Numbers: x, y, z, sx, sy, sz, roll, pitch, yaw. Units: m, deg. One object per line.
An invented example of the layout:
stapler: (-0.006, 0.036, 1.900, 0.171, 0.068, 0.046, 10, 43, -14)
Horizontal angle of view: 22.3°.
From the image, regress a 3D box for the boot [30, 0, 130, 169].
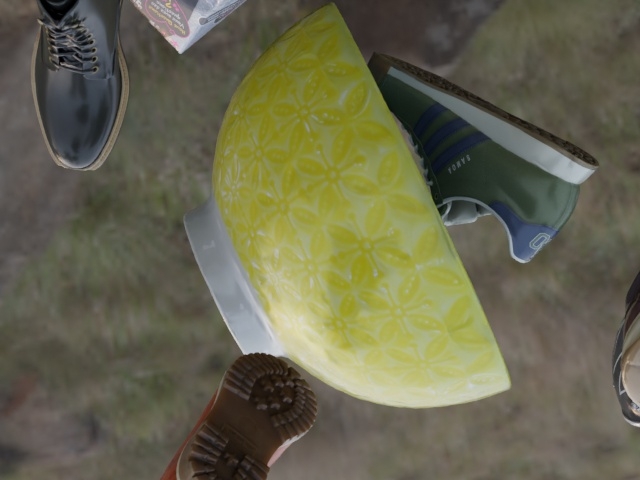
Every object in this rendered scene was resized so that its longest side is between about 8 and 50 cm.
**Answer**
boot: (-0.183, -0.139, 1.169, 0.077, 0.198, 0.137, 3, -166, 2)

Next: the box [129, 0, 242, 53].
box: (-0.101, -0.342, 1.716, 0.247, 0.163, 0.142, -45, -177, -32)

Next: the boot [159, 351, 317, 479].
boot: (-0.058, 0.124, 0.938, 0.084, 0.059, 0.158, -49, 179, 32)

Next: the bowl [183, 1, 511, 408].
bowl: (0.000, 0.000, 1.106, 0.156, 0.289, 0.289, -24, 159, 2)

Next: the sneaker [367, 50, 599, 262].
sneaker: (0.088, -0.053, 1.067, 0.064, 0.192, 0.086, 9, 109, -50)

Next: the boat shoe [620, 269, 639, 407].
boat shoe: (0.247, -0.029, 0.763, 0.103, 0.092, 0.285, 31, 117, -25)

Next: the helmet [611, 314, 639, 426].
helmet: (0.306, 0.088, 1.219, 0.169, 0.161, 0.169, -52, 175, -7)
